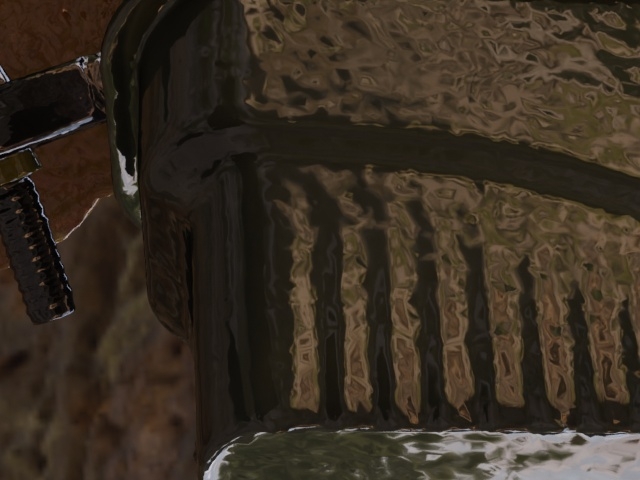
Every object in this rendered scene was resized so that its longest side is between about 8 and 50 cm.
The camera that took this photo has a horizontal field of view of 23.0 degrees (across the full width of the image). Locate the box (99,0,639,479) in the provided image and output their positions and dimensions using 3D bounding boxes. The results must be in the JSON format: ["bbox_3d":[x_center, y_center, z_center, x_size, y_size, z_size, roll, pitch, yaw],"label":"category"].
[{"bbox_3d":[0.066,0.009,0.488,0.138,0.274,0.178,91,-2,-49],"label":"box"}]

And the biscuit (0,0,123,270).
[{"bbox_3d":[-0.239,-0.118,1.040,0.376,0.051,0.269,-33,-77,17],"label":"biscuit"}]

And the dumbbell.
[{"bbox_3d":[-0.172,-0.118,0.705,0.143,0.143,0.326,-12,-81,53],"label":"dumbbell"}]
